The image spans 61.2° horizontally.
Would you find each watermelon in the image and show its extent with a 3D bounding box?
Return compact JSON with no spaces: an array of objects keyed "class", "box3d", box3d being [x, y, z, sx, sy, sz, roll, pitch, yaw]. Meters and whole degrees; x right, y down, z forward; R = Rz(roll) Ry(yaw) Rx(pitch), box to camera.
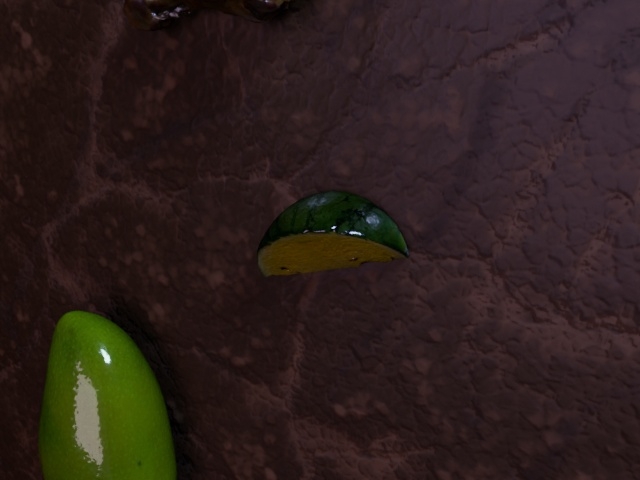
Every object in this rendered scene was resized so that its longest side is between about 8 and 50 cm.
[{"class":"watermelon","box3d":[-0.005,0.000,0.589,0.181,0.075,0.092,-6,105,26]}]

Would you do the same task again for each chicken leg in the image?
[{"class":"chicken leg","box3d":[-0.115,-0.271,0.564,0.251,0.087,0.107,0,123,34]}]

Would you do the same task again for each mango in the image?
[{"class":"mango","box3d":[-0.309,0.263,0.771,0.192,0.156,0.343,-4,99,18]}]
